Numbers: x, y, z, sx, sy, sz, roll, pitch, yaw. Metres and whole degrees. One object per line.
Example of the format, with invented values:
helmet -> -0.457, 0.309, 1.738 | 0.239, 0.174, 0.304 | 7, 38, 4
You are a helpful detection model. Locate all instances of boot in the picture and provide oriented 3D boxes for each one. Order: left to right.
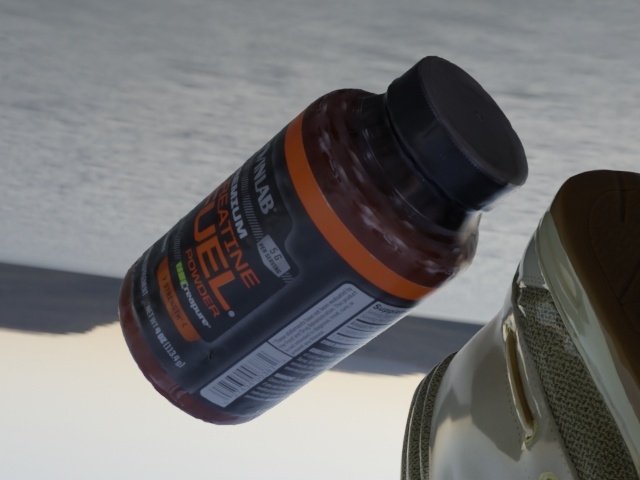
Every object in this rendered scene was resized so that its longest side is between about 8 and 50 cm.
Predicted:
boot -> 0.113, 0.131, 0.414 | 0.095, 0.262, 0.203 | -3, 149, -22

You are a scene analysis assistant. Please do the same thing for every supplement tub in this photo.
supplement tub -> 0.000, 0.000, 0.483 | 0.198, 0.106, 0.106 | -39, 149, 29
